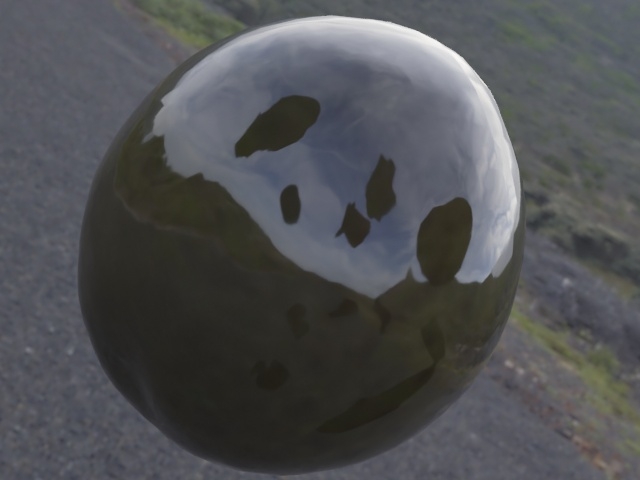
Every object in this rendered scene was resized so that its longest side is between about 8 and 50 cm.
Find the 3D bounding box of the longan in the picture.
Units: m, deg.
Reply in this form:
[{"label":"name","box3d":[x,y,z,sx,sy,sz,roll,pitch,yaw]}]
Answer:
[{"label":"longan","box3d":[0.000,0.000,0.645,0.248,0.248,0.248,28,10,-5]}]
